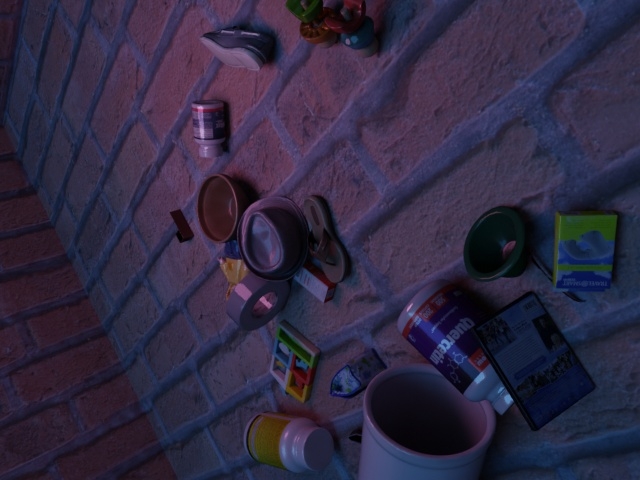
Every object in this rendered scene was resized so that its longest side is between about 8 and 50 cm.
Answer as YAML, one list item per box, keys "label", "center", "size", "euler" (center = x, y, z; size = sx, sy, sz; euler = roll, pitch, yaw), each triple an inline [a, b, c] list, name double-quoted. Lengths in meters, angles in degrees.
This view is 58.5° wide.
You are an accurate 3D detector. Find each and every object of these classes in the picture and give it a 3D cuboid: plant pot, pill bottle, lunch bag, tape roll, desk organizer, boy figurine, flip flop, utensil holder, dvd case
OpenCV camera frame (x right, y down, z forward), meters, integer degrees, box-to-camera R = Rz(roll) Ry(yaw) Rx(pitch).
- label: "plant pot"
  center: [-0.318, -0.110, 1.967]
  size: [0.237, 0.110, 0.237]
  euler: [3, 95, 44]
- label: "pill bottle"
  center: [-0.376, -0.378, 1.936]
  size: [0.108, 0.108, 0.180]
  euler: [22, 121, 40]
- label: "lunch bag"
  center: [0.106, 0.415, 1.740]
  size: [0.096, 0.129, 0.151]
  euler: [56, 136, 15]
- label: "pill bottle"
  center: [0.351, 0.254, 1.372]
  size: [0.323, 0.182, 0.181]
  euler: [44, 133, 26]
- label: "tape roll"
  center: [-0.206, 0.196, 1.911]
  size: [0.072, 0.219, 0.219]
  euler: [40, 131, 28]
- label: "desk organizer"
  center: [-0.569, -0.058, 2.318]
  size: [0.047, 0.050, 0.130]
  euler: [-41, 76, 47]
- label: "boy figurine"
  center: [-0.314, 0.100, 2.086]
  size: [0.177, 0.092, 0.285]
  euler: [14, 113, 40]
- label: "pill bottle"
  center: [-0.114, 0.726, 2.058]
  size: [0.334, 0.188, 0.187]
  euler: [-10, 98, 49]
- label: "flip flop"
  center: [0.000, 0.000, 1.714]
  size: [0.112, 0.080, 0.277]
  euler: [-14, 95, 49]
- label: "utensil holder"
  center: [0.261, 0.577, 1.502]
  size: [0.328, 0.328, 0.385]
  euler: [26, 126, 37]
- label: "dvd case"
  center: [0.466, 0.261, 1.261]
  size: [0.253, 0.180, 0.022]
  euler: [60, 162, 10]

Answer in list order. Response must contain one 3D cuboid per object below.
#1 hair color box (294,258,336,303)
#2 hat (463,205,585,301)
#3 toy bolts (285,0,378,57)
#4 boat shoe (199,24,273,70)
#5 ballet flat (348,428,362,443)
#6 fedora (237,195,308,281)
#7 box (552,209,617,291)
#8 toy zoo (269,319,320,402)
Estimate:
- label: "hair color box"
  center: [-0.017, 0.129, 1.815]
  size: [0.141, 0.043, 0.072]
  euler: [37, 129, 30]
- label: "hat"
  center: [0.452, 0.047, 1.301]
  size: [0.173, 0.184, 0.208]
  euler: [-36, 39, 46]
- label: "toy bolts"
  center: [0.067, -0.556, 1.410]
  size: [0.218, 0.158, 0.228]
  euler: [-46, 54, 4]
- label: "boat shoe"
  center: [-0.257, -0.599, 1.751]
  size: [0.319, 0.116, 0.099]
  euler: [30, 83, 43]
- label: "ballet flat"
  center: [0.165, 0.657, 1.838]
  size: [0.173, 0.049, 0.057]
  euler: [8, 113, 45]
- label: "fedora"
  center: [-0.165, -0.005, 1.778]
  size: [0.244, 0.124, 0.275]
  euler: [-10, 87, 16]
- label: "box"
  center: [0.531, 0.029, 1.158]
  size: [0.109, 0.042, 0.178]
  euler: [-1, 108, 13]
- label: "toy zoo"
  center: [-0.099, 0.450, 2.047]
  size: [0.192, 0.030, 0.293]
  euler: [35, 129, 32]
